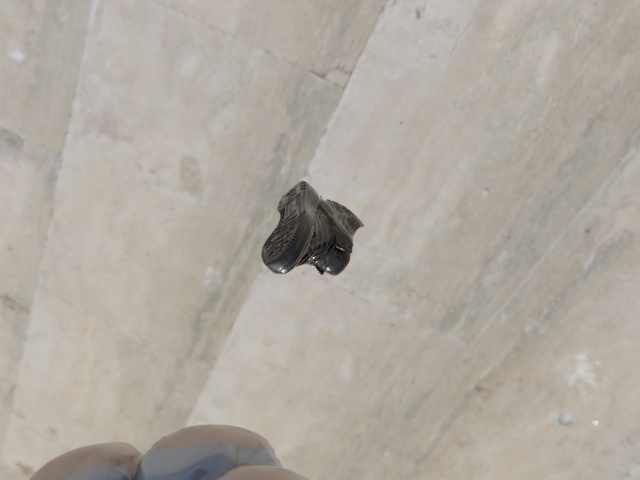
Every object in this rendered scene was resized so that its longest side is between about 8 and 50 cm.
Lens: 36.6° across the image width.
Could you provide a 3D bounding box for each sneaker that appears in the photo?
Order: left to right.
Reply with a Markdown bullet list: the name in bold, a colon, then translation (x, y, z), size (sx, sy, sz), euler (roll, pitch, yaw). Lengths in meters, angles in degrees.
- **sneaker**: translation (-0.002, 0.001, 0.907), size (0.051, 0.170, 0.089), euler (-34, 111, 22)

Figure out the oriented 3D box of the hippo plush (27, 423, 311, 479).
- **hippo plush**: translation (-0.060, 0.251, 0.472), size (0.234, 0.294, 0.236), euler (-30, 115, -10)
